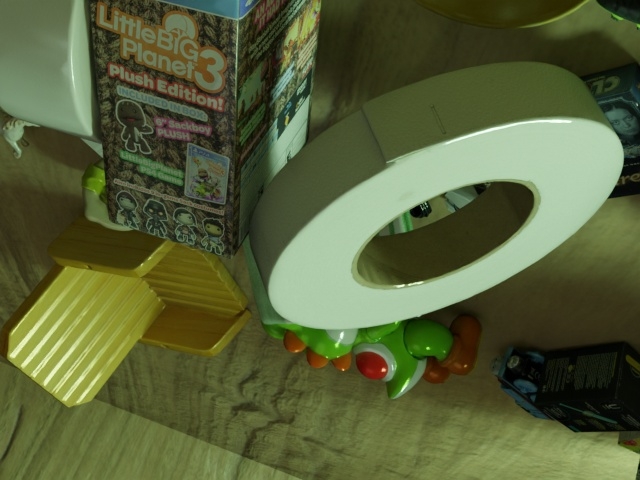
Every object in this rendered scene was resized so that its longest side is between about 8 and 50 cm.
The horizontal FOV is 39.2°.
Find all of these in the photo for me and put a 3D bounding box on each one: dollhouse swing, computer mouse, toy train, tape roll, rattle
[{"bbox_3d":[-0.364,0.166,1.714,0.315,0.305,0.347,8,149,25],"label":"dollhouse swing"},{"bbox_3d":[0.201,-0.044,1.201,0.192,0.042,0.106,14,151,15],"label":"computer mouse"},{"bbox_3d":[0.376,0.255,1.587,0.184,0.080,0.105,37,155,-27],"label":"toy train"},{"bbox_3d":[0.117,-0.029,0.924,0.391,0.072,0.392,-16,153,-9],"label":"tape roll"},{"bbox_3d":[-0.215,-0.240,0.882,0.100,0.286,0.286,16,153,8],"label":"tape roll"},{"bbox_3d":[-0.285,-0.075,1.478,0.199,0.130,0.143,-4,166,-8],"label":"rattle"}]

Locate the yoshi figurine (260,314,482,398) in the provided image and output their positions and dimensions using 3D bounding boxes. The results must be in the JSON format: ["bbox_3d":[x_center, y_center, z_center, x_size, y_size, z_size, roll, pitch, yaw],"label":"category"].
[{"bbox_3d":[0.079,0.120,1.511,0.362,0.204,0.203,16,-163,-19],"label":"yoshi figurine"}]

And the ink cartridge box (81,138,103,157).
[{"bbox_3d":[-0.284,-0.155,1.332,0.179,0.045,0.145,41,147,-23],"label":"ink cartridge box"}]

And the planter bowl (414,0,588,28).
[{"bbox_3d":[0.145,-0.286,0.747,0.217,0.090,0.217,16,153,9],"label":"planter bowl"}]

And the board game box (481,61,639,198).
[{"bbox_3d":[0.280,-0.107,1.028,0.243,0.042,0.165,-9,140,45],"label":"board game box"}]

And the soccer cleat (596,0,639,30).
[{"bbox_3d":[0.333,-0.217,0.782,0.178,0.060,0.072,11,142,8],"label":"soccer cleat"}]

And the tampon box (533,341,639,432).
[{"bbox_3d":[0.459,0.245,1.476,0.120,0.102,0.161,36,149,-27],"label":"tampon box"}]

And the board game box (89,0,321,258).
[{"bbox_3d":[-0.102,-0.175,0.883,0.141,0.232,0.291,16,131,11],"label":"board game box"}]

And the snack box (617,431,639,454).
[{"bbox_3d":[0.642,0.383,1.666,0.141,0.037,0.100,25,154,-6],"label":"snack box"}]

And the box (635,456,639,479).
[{"bbox_3d":[0.724,0.484,1.307,0.297,0.480,0.471,37,149,-24],"label":"box"}]

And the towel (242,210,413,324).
[{"bbox_3d":[0.000,0.000,1.278,0.324,0.038,0.248,-7,99,44],"label":"towel"}]

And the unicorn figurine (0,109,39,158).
[{"bbox_3d":[-0.500,-0.185,1.435,0.161,0.060,0.111,19,154,5],"label":"unicorn figurine"}]
